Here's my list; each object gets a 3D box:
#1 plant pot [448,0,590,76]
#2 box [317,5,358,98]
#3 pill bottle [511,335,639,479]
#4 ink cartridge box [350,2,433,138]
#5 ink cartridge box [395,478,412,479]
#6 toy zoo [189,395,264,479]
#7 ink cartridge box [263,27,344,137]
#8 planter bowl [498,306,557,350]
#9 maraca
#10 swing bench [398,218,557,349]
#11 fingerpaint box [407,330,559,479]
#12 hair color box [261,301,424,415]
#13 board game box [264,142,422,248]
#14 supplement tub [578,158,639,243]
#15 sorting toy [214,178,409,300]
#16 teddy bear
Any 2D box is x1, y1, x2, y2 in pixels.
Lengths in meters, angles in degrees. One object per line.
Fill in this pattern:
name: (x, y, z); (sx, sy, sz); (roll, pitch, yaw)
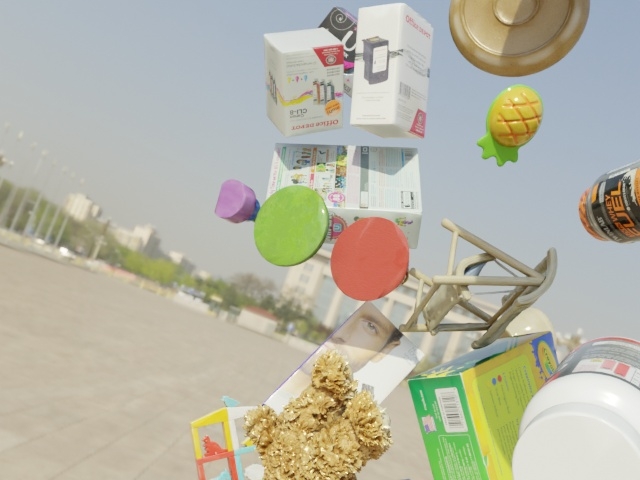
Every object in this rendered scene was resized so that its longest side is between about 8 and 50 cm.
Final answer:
plant pot: (0.331, -0.395, 1.361); (0.236, 0.236, 0.032); (18, 1, 20)
box: (0.095, -0.412, 1.863); (0.247, 0.142, 0.163); (38, 16, -4)
pill bottle: (0.409, 0.277, 1.171); (0.210, 0.210, 0.363); (17, 14, 25)
ink cartridge box: (0.146, -0.336, 1.625); (0.100, 0.237, 0.172); (4, -1, 28)
ink cartridge box: (0.165, 0.655, 2.013); (0.046, 0.097, 0.207); (27, 7, 38)
toy zoo: (-0.218, 0.535, 2.014); (0.192, 0.293, 0.030); (-9, -4, -22)
ink cartridge box: (-0.033, -0.312, 1.587); (0.128, 0.176, 0.127); (-12, 33, -17)
planter bowl: (0.528, 0.265, 2.125); (0.109, 0.162, 0.162); (-10, 6, -23)
maraca: (0.425, -0.257, 1.799); (0.127, 0.185, 0.099); (24, 12, -11)
swing bench: (0.331, 0.109, 1.707); (0.255, 0.165, 0.253); (16, -31, -3)
fingerpaint box: (0.414, 0.465, 1.794); (0.371, 0.444, 0.163); (-14, -2, -44)
hair color box: (0.048, 0.315, 1.791); (0.185, 0.339, 0.110); (44, -23, 6)
board game box: (0.047, -0.096, 1.635); (0.304, 0.224, 0.097); (4, -50, 2)
supplement tub: (0.789, -0.101, 1.954); (0.194, 0.193, 0.316); (22, -19, -15)
sorting toy: (0.000, 0.000, 1.234); (0.366, 0.127, 0.126); (23, -3, 34)
teddy bear: (-0.028, 0.311, 1.108); (0.113, 0.338, 0.245); (6, 48, -48)
